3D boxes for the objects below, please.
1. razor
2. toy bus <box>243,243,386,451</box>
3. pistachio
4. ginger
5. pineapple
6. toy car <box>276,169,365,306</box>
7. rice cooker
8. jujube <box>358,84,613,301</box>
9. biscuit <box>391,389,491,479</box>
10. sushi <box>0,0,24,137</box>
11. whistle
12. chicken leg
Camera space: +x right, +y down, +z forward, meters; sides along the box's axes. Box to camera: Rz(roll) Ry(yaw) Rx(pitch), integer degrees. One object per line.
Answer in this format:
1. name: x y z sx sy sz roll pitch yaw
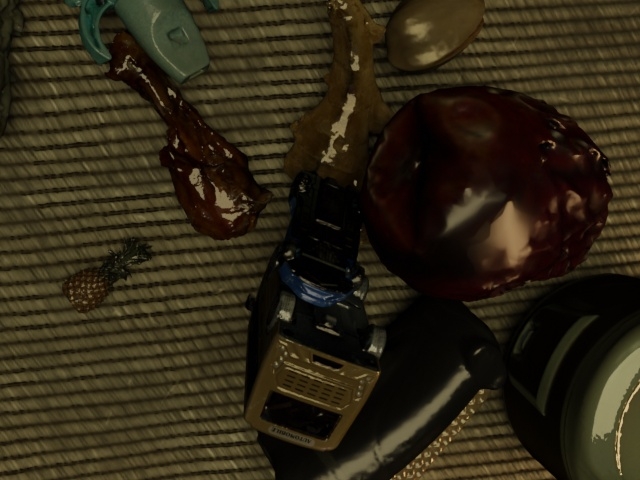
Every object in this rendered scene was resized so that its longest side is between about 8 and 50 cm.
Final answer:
1. razor: 0.077 0.214 1.056 0.349 0.204 0.113 -38 115 -1
2. toy bus: -0.019 0.123 0.995 0.139 0.289 0.157 21 106 -12
3. pistachio: 0.147 -0.278 1.050 0.149 0.113 0.113 -29 101 -2
4. ginger: 0.031 -0.153 1.050 0.148 0.081 0.334 7 111 5
5. pineapple: -0.277 0.044 1.059 0.124 0.058 0.058 -34 101 -3
6. toy car: 0.000 0.000 0.965 0.103 0.216 0.063 22 132 -12
7. rice cooker: 0.423 0.216 1.045 0.335 0.325 0.335 -1 98 -8
8. jujube: 0.208 -0.056 0.986 0.376 0.258 0.258 -7 99 -53
9. biscuit: 0.106 0.309 1.150 0.094 0.054 0.379 40 90 -12
10. sushi: -0.460 -0.252 0.940 0.182 0.196 0.343 5 92 10
11. whistle: -0.229 -0.316 0.983 0.186 0.093 0.274 -34 92 -28
12. chicken leg: -0.175 -0.139 1.041 0.113 0.093 0.304 -32 93 -21
